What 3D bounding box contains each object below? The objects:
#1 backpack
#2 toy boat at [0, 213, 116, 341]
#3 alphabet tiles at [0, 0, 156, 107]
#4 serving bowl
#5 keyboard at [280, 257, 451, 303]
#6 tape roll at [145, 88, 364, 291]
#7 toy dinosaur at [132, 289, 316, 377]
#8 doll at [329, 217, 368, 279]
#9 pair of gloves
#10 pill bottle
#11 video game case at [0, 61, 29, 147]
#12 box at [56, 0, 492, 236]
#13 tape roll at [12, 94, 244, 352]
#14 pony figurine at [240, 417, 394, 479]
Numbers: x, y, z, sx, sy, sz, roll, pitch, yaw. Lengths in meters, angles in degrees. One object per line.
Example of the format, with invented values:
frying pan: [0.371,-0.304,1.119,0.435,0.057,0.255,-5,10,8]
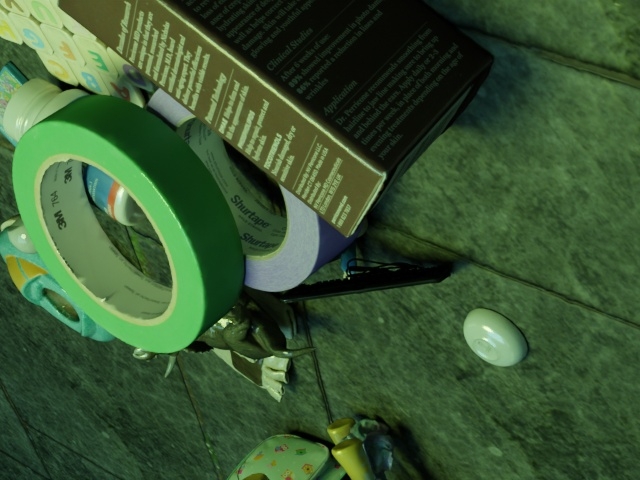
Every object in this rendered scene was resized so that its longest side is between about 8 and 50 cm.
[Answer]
backpack: [-0.057,0.390,2.087,0.188,0.166,0.144,5,132,43]
toy boat: [-0.406,0.028,2.054,0.267,0.148,0.318,34,149,16]
alphabet tiles: [-0.327,-0.269,1.649,0.284,0.021,0.278,22,155,29]
serving bowl: [0.201,0.119,1.574,0.083,0.027,0.083,31,148,22]
keyboard: [0.052,0.039,1.551,0.192,0.100,0.038,-7,93,13]
tape roll: [-0.079,-0.079,1.544,0.275,0.090,0.275,29,139,29]
toy dinosaur: [-0.125,0.110,1.832,0.313,0.121,0.160,0,155,27]
doll: [0.000,0.000,1.640,0.129,0.046,0.189,56,143,-4]
pair of gloves: [-0.126,0.123,1.952,0.204,0.042,0.240,31,147,20]
pill bottle: [-0.306,-0.123,1.768,0.221,0.124,0.124,31,148,19]
video game case: [-0.436,-0.184,1.953,0.119,0.015,0.166,47,150,-8]
box: [-0.050,-0.202,1.298,0.381,0.191,0.143,40,150,5]
tape roll: [-0.236,-0.017,1.621,0.321,0.077,0.321,27,137,28]
pony figurine: [0.073,0.443,1.888,0.303,0.351,0.363,-9,104,49]
